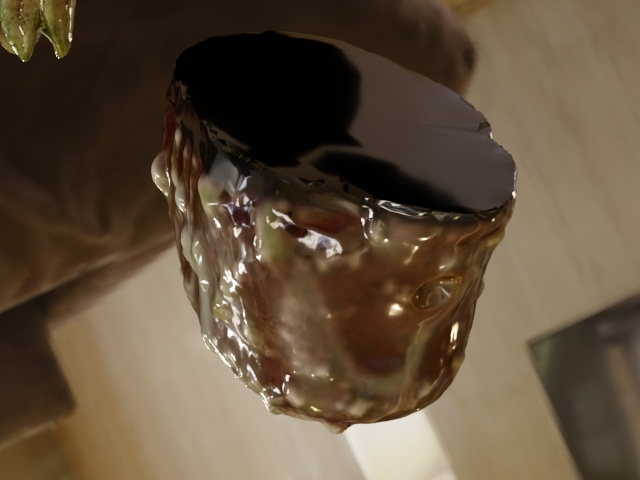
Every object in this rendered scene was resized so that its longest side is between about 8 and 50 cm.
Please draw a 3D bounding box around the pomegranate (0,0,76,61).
[{"bbox_3d":[-0.235,-0.300,1.296,0.236,0.302,0.236,-6,-162,2],"label":"pomegranate"}]

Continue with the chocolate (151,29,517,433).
[{"bbox_3d":[0.000,0.000,1.139,0.225,0.210,0.340,-3,-153,-21],"label":"chocolate"}]
